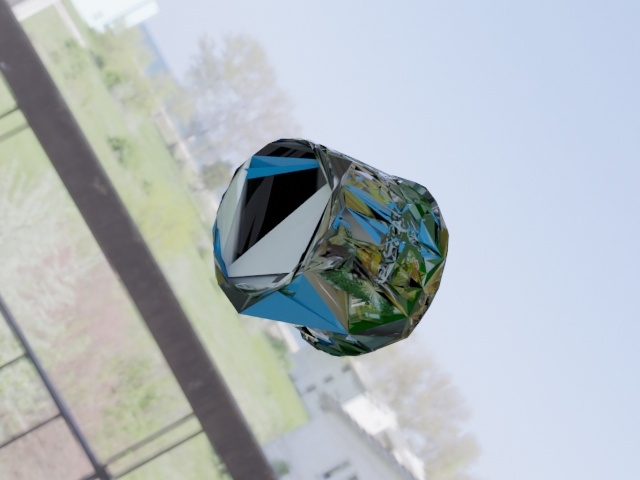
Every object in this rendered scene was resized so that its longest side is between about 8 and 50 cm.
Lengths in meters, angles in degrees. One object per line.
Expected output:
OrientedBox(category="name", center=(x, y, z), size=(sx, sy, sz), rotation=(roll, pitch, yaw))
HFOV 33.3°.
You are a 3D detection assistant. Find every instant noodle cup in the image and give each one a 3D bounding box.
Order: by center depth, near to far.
OrientedBox(category="instant noodle cup", center=(0.000, 0.000, 1.193), size=(0.178, 0.240, 0.240), rotation=(28, 23, -44))
